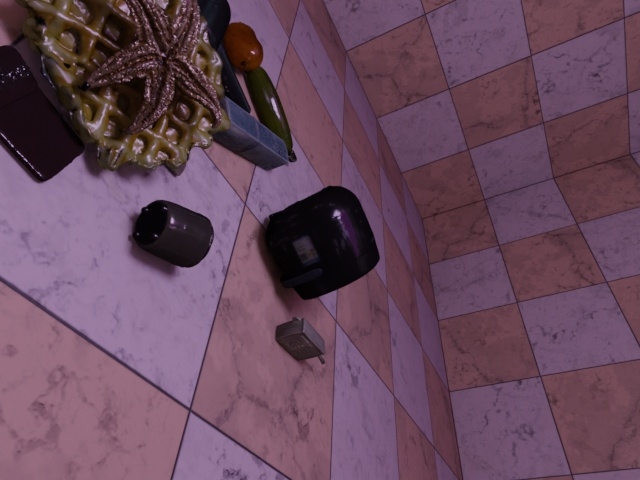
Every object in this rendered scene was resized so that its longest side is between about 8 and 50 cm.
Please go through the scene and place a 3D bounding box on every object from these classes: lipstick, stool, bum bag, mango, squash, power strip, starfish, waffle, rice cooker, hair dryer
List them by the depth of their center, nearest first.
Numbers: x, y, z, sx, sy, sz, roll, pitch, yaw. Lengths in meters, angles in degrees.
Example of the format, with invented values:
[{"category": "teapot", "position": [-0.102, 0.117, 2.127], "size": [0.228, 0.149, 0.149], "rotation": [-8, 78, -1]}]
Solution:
[{"category": "bum bag", "position": [-0.376, -0.162, 0.581], "size": [0.159, 0.026, 0.109], "rotation": [60, 23, -31]}, {"category": "starfish", "position": [-0.232, -0.258, 0.671], "size": [0.227, 0.043, 0.240], "rotation": [-51, 125, -14]}, {"category": "waffle", "position": [-0.279, -0.267, 0.711], "size": [0.297, 0.073, 0.317], "rotation": [-36, 120, -40]}, {"category": "stool", "position": [-0.234, -0.012, 0.730], "size": [0.110, 0.096, 0.096], "rotation": [33, 43, -54]}, {"category": "hair dryer", "position": [-0.236, -0.378, 1.030], "size": [0.302, 0.116, 0.244], "rotation": [62, 24, -44]}, {"category": "power strip", "position": [-0.034, 0.242, 1.058], "size": [0.175, 0.075, 0.042], "rotation": [54, 25, -39]}, {"category": "lipstick", "position": [-0.170, -0.247, 1.105], "size": [0.289, 0.076, 0.078], "rotation": [20, 53, -65]}, {"category": "rice cooker", "position": [0.000, 0.000, 1.109], "size": [0.224, 0.267, 0.267], "rotation": [62, 22, -7]}, {"category": "mango", "position": [-0.212, -0.520, 1.222], "size": [0.105, 0.084, 0.159], "rotation": [11, 43, -39]}, {"category": "squash", "position": [-0.138, -0.366, 1.290], "size": [0.319, 0.071, 0.080], "rotation": [67, 20, -15]}]

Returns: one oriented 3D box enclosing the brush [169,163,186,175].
[{"category": "brush", "position": [-0.321, -0.245, 0.764], "size": [0.060, 0.050, 0.321], "rotation": [-91, 155, -46]}]
